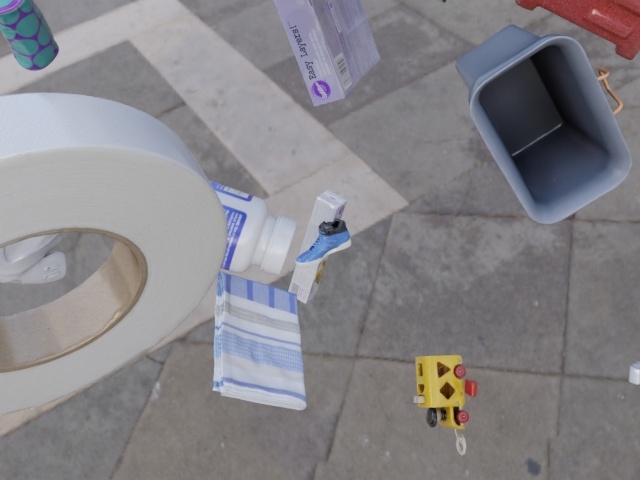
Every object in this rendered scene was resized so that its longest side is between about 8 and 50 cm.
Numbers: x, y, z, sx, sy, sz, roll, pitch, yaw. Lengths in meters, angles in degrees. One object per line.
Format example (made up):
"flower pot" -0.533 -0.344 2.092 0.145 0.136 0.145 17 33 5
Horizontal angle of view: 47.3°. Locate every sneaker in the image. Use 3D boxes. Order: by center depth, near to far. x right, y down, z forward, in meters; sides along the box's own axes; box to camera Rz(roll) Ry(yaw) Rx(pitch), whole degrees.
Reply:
"sneaker" -0.415 -0.056 1.131 0.365 0.210 0.137 -25 63 -5
"sneaker" 0.000 0.000 1.748 0.152 0.085 0.058 -25 30 -16

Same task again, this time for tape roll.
"tape roll" -0.275 0.036 0.689 0.392 0.392 0.072 -27 60 -13

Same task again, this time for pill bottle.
"pill bottle" -0.189 -0.027 1.389 0.271 0.152 0.152 20 49 -4

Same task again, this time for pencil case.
"pencil case" -0.419 -0.299 1.015 0.070 0.152 0.065 -5 73 -3

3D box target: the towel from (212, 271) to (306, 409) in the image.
"towel" -0.123 0.203 1.501 0.209 0.034 0.285 20 45 -28

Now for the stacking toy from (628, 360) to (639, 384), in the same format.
"stacking toy" 0.404 0.053 0.778 0.221 0.167 0.052 -13 19 -41

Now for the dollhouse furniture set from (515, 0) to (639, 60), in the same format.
"dollhouse furniture set" 0.141 -0.336 0.605 0.374 0.152 0.201 24 44 -8

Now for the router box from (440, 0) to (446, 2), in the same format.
"router box" 0.076 -0.291 0.752 0.092 0.038 0.122 29 15 29

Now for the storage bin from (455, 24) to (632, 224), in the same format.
"storage bin" 0.163 -0.099 0.548 0.098 0.135 0.091 -33 31 12

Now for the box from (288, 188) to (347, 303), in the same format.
"box" -0.010 0.021 1.938 0.067 0.324 0.063 27 34 16

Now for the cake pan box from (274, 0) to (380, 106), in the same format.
"cake pan box" 0.011 -0.387 1.263 0.070 0.267 0.246 -11 25 27

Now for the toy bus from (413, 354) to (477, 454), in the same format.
"toy bus" 0.265 0.352 1.652 0.104 0.191 0.202 1 33 -15
